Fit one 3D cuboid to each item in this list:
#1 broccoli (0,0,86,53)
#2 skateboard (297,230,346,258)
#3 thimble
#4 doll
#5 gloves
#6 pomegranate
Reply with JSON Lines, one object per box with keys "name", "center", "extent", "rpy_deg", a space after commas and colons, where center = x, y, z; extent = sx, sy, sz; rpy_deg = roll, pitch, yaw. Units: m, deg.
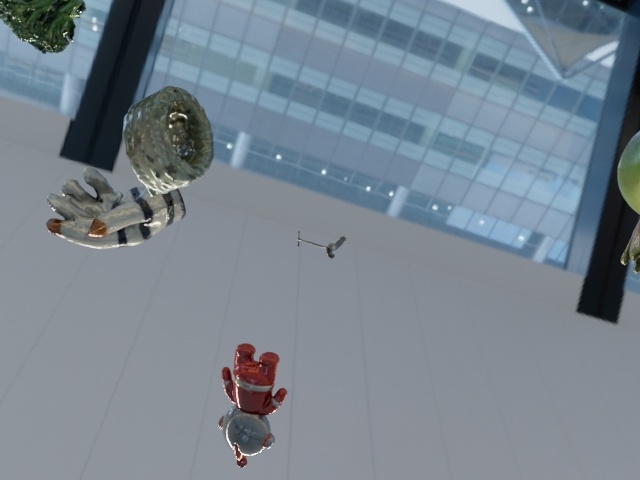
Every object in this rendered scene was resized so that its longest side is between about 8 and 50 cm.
{"name": "broccoli", "center": [-0.462, -0.398, 1.088], "extent": [0.156, 0.195, 0.195], "rpy_deg": [-3, -161, 25]}
{"name": "skateboard", "center": [0.000, 0.000, 1.279], "extent": [0.083, 0.032, 0.064], "rpy_deg": [16, -147, 22]}
{"name": "thimble", "center": [-0.159, -0.103, 0.704], "extent": [0.084, 0.062, 0.109], "rpy_deg": [20, -122, -51]}
{"name": "doll", "center": [-0.134, 0.321, 1.273], "extent": [0.143, 0.244, 0.076], "rpy_deg": [14, -164, 26]}
{"name": "gloves", "center": [-0.350, -0.046, 1.144], "extent": [0.219, 0.131, 0.140], "rpy_deg": [-24, -121, -20]}
{"name": "pomegranate", "center": [0.613, -0.081, 1.149], "extent": [0.236, 0.301, 0.236], "rpy_deg": [38, 172, 6]}
